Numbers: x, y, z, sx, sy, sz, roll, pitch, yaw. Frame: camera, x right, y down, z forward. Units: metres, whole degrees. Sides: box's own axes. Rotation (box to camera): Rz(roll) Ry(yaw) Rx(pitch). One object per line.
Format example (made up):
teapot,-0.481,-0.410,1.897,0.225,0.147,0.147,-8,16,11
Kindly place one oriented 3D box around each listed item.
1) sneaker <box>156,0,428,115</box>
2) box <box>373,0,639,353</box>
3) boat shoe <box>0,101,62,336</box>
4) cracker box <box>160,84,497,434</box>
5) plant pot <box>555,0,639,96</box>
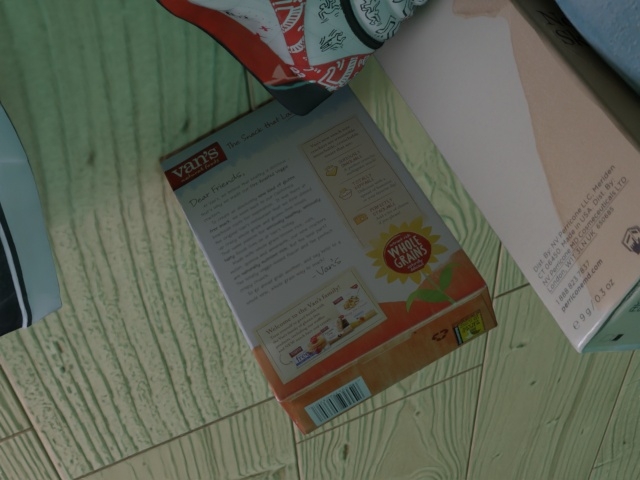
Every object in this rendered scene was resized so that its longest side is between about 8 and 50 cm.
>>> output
sneaker,-0.029,-0.187,0.639,0.145,0.090,0.270,-40,147,11
box,0.169,-0.083,0.712,0.148,0.311,0.121,-2,137,-35
boat shoe,-0.244,-0.028,0.657,0.105,0.113,0.306,-32,157,-23
cracker box,0.000,0.000,0.760,0.155,0.232,0.067,-29,146,-2
plant pot,0.270,-0.220,0.646,0.248,0.252,0.247,-16,140,-43
